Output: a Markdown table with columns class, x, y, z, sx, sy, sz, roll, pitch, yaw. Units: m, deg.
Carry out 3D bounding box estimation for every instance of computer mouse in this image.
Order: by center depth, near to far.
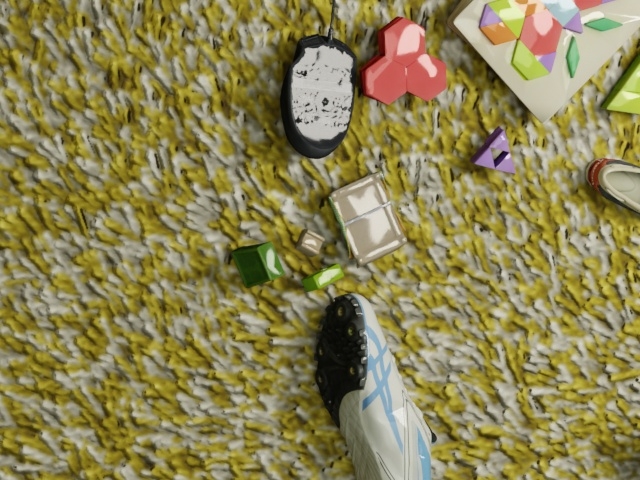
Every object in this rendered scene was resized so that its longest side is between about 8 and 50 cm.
| class | x | y | z | sx | sy | sz | roll | pitch | yaw |
| --- | --- | --- | --- | --- | --- | --- | --- | --- | --- |
| computer mouse | 0.002 | -0.194 | 1.510 | 0.071 | 0.041 | 0.242 | 7 | 90 | -27 |

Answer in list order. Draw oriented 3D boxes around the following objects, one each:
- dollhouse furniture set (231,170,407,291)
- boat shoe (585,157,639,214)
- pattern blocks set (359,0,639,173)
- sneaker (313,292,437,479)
| class | x | y | z | sx | sy | sz | roll | pitch | yaw |
| --- | --- | --- | --- | --- | --- | --- | --- | --- | --- |
| dollhouse furniture set | 0.000 | 0.000 | 1.544 | 0.151 | 0.058 | 0.076 | -26 | 96 | -26 |
| boat shoe | 0.317 | -0.044 | 1.588 | 0.137 | 0.043 | 0.049 | 20 | 93 | -15 |
| pattern blocks set | 0.213 | -0.216 | 1.537 | 0.285 | 0.026 | 0.325 | 29 | 91 | -19 |
| sneaker | 0.058 | 0.159 | 1.558 | 0.086 | 0.085 | 0.237 | -20 | 99 | -34 |
